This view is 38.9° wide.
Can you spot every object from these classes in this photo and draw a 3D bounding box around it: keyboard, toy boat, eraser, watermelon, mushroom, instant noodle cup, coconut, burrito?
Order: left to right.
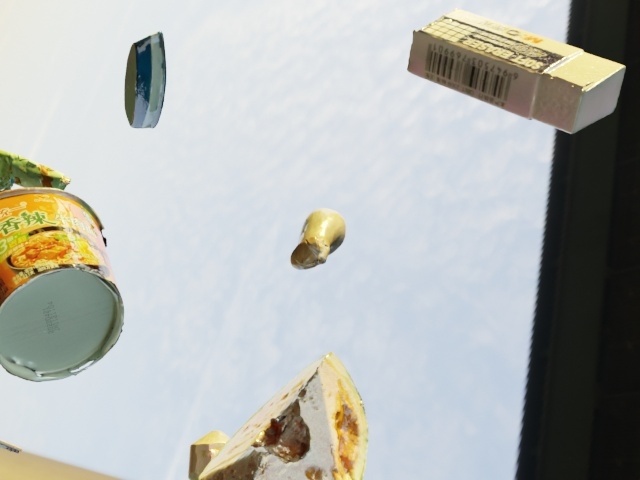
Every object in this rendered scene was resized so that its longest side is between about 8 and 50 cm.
[{"bbox_3d":[-0.681,0.390,1.814,0.055,0.166,0.017,0,-118,54],"label":"keyboard"},{"bbox_3d":[-0.755,-0.160,2.219,0.054,0.288,0.104,96,16,-85],"label":"burrito"},{"bbox_3d":[-0.373,0.066,1.214,0.230,0.230,0.182,-58,-139,12],"label":"instant noodle cup"},{"bbox_3d":[-0.364,-0.333,1.874,0.299,0.062,0.096,119,-45,-59],"label":"toy boat"},{"bbox_3d":[-0.230,0.478,1.985,0.116,0.116,0.122,-19,-114,54],"label":"coconut"},{"bbox_3d":[-0.046,0.347,1.350,0.188,0.175,0.322,-35,-170,50],"label":"watermelon"},{"bbox_3d":[0.000,0.000,1.821,0.116,0.093,0.225,-50,-171,11],"label":"mushroom"},{"bbox_3d":[0.279,-0.248,1.321,0.287,0.130,0.086,30,-48,33],"label":"eraser"}]
